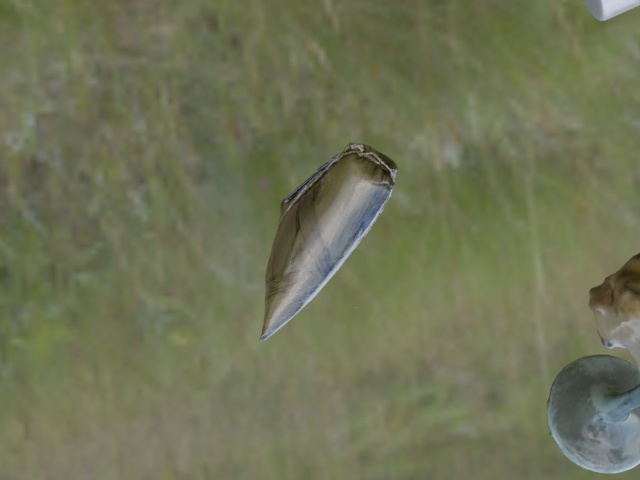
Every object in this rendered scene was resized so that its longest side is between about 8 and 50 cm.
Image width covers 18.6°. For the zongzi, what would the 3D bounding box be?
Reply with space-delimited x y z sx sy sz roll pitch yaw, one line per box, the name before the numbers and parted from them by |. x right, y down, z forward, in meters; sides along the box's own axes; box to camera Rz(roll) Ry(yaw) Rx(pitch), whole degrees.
zongzi | 0.000 0.000 0.919 0.040 0.083 0.076 33 140 -12

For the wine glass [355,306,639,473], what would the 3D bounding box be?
wine glass | 0.179 0.082 1.408 0.264 0.096 0.309 13 163 -9

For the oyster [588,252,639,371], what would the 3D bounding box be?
oyster | 0.230 0.068 0.762 0.337 0.133 0.198 13 165 -35

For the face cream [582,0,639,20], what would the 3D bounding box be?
face cream | 0.145 -0.219 0.748 0.179 0.218 0.218 -24 165 6
